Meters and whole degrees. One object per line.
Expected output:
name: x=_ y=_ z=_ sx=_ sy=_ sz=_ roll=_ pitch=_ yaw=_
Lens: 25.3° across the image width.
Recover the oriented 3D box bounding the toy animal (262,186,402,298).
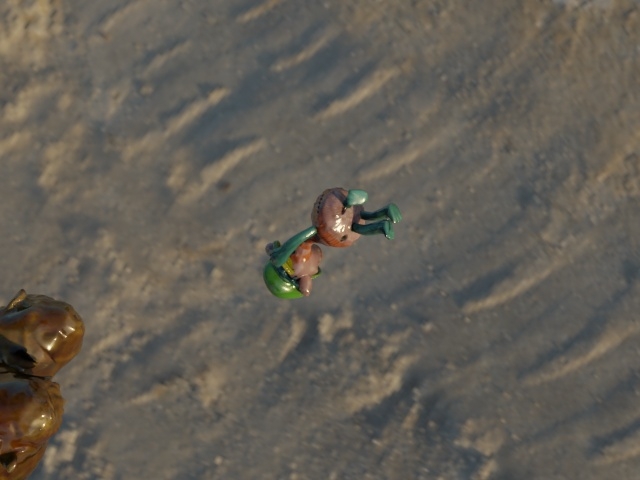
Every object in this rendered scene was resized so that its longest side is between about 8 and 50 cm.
toy animal: x=0.000 y=0.000 z=1.683 sx=0.208 sy=0.103 sz=0.100 roll=-30 pitch=81 yaw=43

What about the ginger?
ginger: x=-0.352 y=0.175 z=1.465 sx=0.274 sy=0.152 sz=0.357 roll=-39 pitch=12 yaw=-14
